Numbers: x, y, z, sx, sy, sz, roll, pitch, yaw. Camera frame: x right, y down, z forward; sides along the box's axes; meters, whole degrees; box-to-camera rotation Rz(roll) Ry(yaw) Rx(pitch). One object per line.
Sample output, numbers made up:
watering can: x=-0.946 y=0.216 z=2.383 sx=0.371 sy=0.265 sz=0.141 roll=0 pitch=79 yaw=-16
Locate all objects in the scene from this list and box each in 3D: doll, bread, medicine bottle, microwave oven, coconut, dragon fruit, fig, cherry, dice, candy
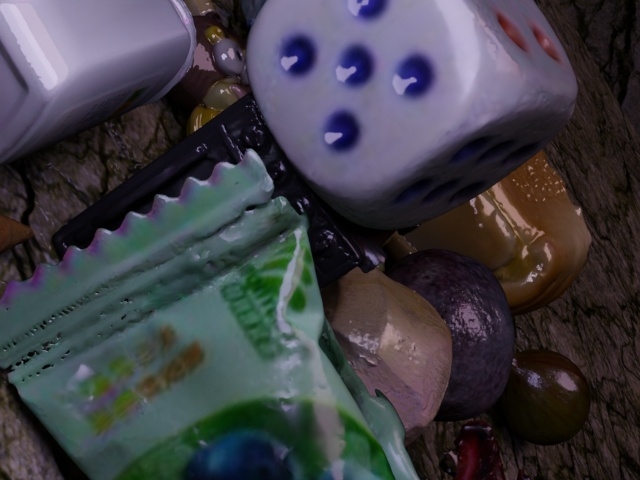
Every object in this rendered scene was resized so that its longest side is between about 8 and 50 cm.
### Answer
doll: x=-0.107 y=-0.152 z=1.475 sx=0.145 sy=0.096 sz=0.188 roll=-13 pitch=85 yaw=-57
bread: x=0.170 y=-0.033 z=1.749 sx=0.316 sy=0.211 sz=0.270 roll=56 pitch=31 yaw=11
medicine bottle: x=-0.214 y=-0.146 z=1.146 sx=0.124 sy=0.179 sz=0.324 roll=59 pitch=25 yaw=-3
microwave oven: x=-0.073 y=-0.008 z=1.197 sx=0.178 sy=0.247 sz=0.188 roll=55 pitch=23 yaw=-5
coconut: x=0.041 y=0.119 z=1.354 sx=0.194 sy=0.194 sz=0.194 roll=44 pitch=29 yaw=-32
dragon fruit: x=0.177 y=0.287 z=1.489 sx=0.092 sy=0.122 sz=0.192 roll=-18 pitch=100 yaw=-29
fig: x=0.243 y=0.170 z=1.782 sx=0.236 sy=0.124 sz=0.124 roll=35 pitch=32 yaw=-21
cherry: x=0.124 y=0.105 z=1.521 sx=0.195 sy=0.195 sz=0.195 roll=44 pitch=29 yaw=-32
dice: x=0.072 y=-0.131 z=1.093 sx=0.192 sy=0.194 sz=0.193 roll=59 pitch=23 yaw=14
candy: x=-0.053 y=0.153 z=1.052 sx=0.398 sy=0.263 sz=0.172 roll=58 pitch=-8 yaw=-8

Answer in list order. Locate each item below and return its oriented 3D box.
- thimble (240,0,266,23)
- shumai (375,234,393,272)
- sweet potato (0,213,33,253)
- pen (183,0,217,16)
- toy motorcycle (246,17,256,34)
thimble: x=0.030 y=-0.267 z=1.718 sx=0.250 sy=0.205 sz=0.172 roll=-8 pitch=62 yaw=-36
shumai: x=-0.005 y=0.002 z=1.493 sx=0.184 sy=0.184 sz=0.142 roll=-51 pitch=137 yaw=-64
sweet potato: x=-0.271 y=0.008 z=1.025 sx=0.206 sy=0.060 sz=0.068 roll=-31 pitch=128 yaw=-67
pen: x=-0.116 y=-0.215 z=1.589 sx=0.040 sy=0.032 sz=0.233 roll=1 pitch=62 yaw=-61
toy motorcycle: x=-0.007 y=-0.134 z=1.564 sx=0.135 sy=0.092 sz=0.254 roll=38 pitch=-19 yaw=56
